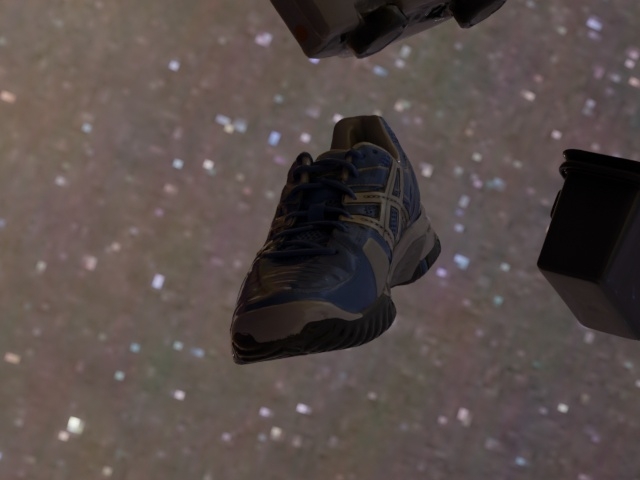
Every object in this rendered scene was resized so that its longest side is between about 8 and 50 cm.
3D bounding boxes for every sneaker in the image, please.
[{"bbox_3d":[0.000,0.000,0.895,0.080,0.081,0.211,-9,-164,17],"label":"sneaker"}]

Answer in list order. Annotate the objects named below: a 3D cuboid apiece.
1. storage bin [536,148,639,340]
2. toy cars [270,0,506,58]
[{"bbox_3d":[0.207,0.007,1.348,0.098,0.135,0.091,15,-110,34],"label":"storage bin"},{"bbox_3d":[0.036,-0.225,1.117,0.087,0.176,0.394,-42,-153,43],"label":"toy cars"}]
